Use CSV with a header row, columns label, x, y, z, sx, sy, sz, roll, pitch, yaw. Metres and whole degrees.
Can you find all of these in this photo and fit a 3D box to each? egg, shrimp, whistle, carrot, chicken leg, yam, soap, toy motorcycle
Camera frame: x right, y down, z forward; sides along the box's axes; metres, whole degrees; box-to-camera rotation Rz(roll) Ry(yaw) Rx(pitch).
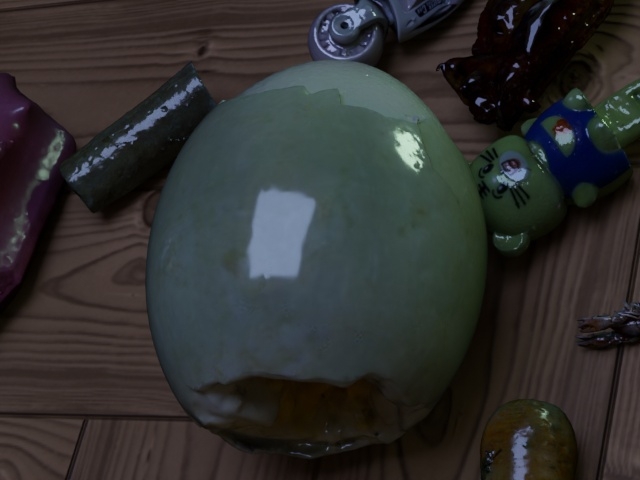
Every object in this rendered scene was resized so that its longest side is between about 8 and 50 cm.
label,x,y,z,sx,sy,sz,roll,pitch,yaw
egg,0.000,0.000,1.517,0.278,0.278,0.336,-7,60,24
shrimp,0.245,0.066,1.498,0.092,0.038,0.029,-17,51,17
whistle,0.212,-0.073,1.583,0.227,0.085,0.105,-34,58,3
carrot,0.155,0.261,1.398,0.078,0.078,0.298,-10,58,23
chicken leg,0.224,-0.271,1.718,0.158,0.096,0.407,-16,47,43
yam,-0.171,-0.097,1.823,0.169,0.068,0.068,-38,48,3
soap,-0.384,-0.019,1.846,0.220,0.127,0.325,-1,57,27
toy motorcycle,0.089,-0.251,1.779,0.112,0.112,0.254,25,71,38
